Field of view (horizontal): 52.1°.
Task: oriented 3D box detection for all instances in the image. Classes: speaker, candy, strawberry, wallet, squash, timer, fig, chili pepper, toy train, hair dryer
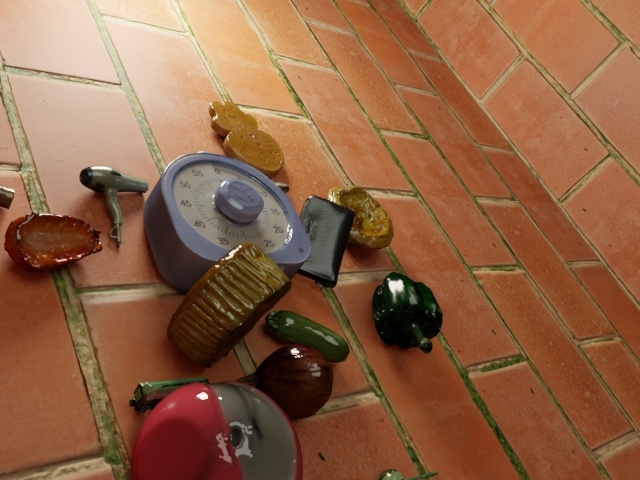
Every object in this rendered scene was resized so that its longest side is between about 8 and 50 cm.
[{"bbox_3d":[-0.166,0.381,1.116,0.294,0.294,0.294,24,38,-21],"label":"speaker"},{"bbox_3d":[0.199,0.516,1.420,0.202,0.061,0.061,9,45,-47],"label":"candy"},{"bbox_3d":[-0.527,0.011,1.282,0.188,0.082,0.121,2,69,-53],"label":"strawberry"},{"bbox_3d":[0.000,0.000,1.720,0.149,0.044,0.250,23,60,-8],"label":"wallet"},{"bbox_3d":[-0.029,0.218,1.506,0.219,0.068,0.077,26,43,-18],"label":"squash"},{"bbox_3d":[-0.226,-0.062,1.544,0.395,0.173,0.395,23,39,-21],"label":"timer"},{"bbox_3d":[-0.067,0.282,1.349,0.202,0.148,0.149,15,-8,18],"label":"fig"},{"bbox_3d":[0.222,0.203,1.674,0.174,0.165,0.261,39,27,-34],"label":"chili pepper"},{"bbox_3d":[-0.276,0.285,1.206,0.148,0.071,0.038,4,48,-40],"label":"toy train"},{"bbox_3d":[-0.439,-0.084,1.486,0.167,0.067,0.199,-16,73,-56],"label":"hair dryer"}]

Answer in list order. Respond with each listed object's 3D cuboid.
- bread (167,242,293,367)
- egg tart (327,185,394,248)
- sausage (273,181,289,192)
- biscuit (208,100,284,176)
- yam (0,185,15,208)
[{"bbox_3d":[-0.184,0.129,1.307,0.142,0.253,0.227,43,39,-1],"label":"bread"},{"bbox_3d":[0.105,-0.058,1.899,0.241,0.106,0.241,26,39,-23],"label":"egg tart"},{"bbox_3d":[-0.184,-0.146,1.790,0.269,0.033,0.033,-3,53,-44],"label":"sausage"},{"bbox_3d":[-0.222,-0.296,1.912,0.289,0.044,0.202,48,35,13],"label":"biscuit"},{"bbox_3d":[-0.758,-0.136,1.251,0.326,0.045,0.045,22,70,-22],"label":"yam"}]
